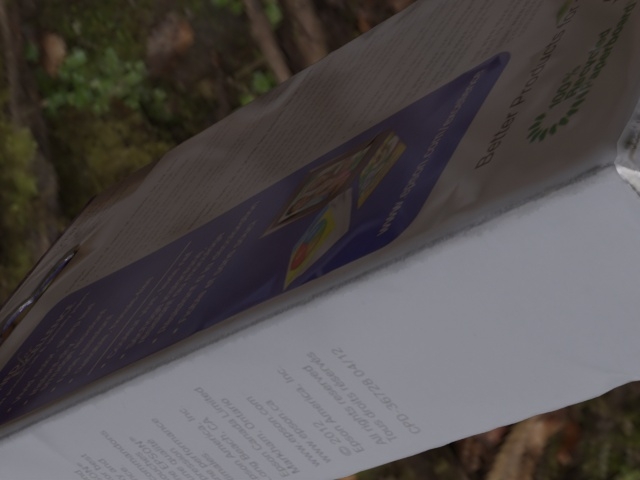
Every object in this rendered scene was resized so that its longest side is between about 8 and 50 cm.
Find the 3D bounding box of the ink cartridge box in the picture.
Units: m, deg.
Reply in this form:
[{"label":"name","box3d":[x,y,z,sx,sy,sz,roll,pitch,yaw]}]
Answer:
[{"label":"ink cartridge box","box3d":[0.000,0.000,0.529,0.371,0.176,0.069,-23,115,46]}]
